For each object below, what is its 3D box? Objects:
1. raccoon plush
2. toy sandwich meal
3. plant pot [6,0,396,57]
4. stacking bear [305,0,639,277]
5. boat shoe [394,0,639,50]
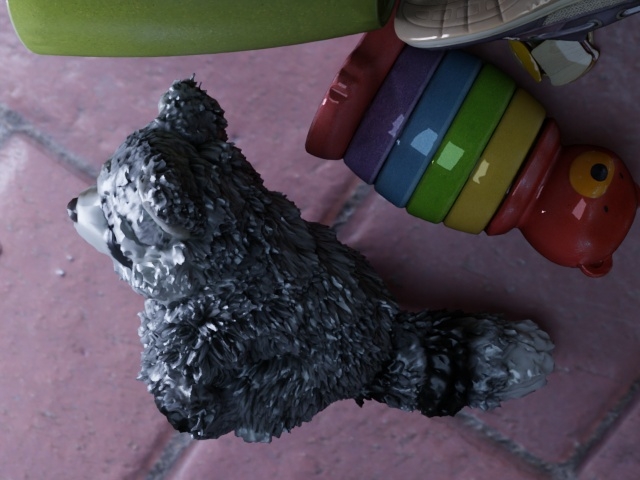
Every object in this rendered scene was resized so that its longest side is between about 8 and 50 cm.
[{"bbox_3d":[0.000,0.000,1.716,0.446,0.216,0.299,-7,135,-12],"label":"raccoon plush"},{"bbox_3d":[0.206,-0.177,1.701,0.085,0.029,0.085,5,113,12],"label":"toy sandwich meal"},{"bbox_3d":[-0.080,-0.267,1.596,0.293,0.275,0.274,11,114,10],"label":"plant pot"},{"bbox_3d":[0.147,-0.076,1.686,0.289,0.175,0.164,29,147,2],"label":"stacking bear"},{"bbox_3d":[0.195,-0.205,1.557,0.285,0.103,0.092,-18,141,30],"label":"boat shoe"}]
